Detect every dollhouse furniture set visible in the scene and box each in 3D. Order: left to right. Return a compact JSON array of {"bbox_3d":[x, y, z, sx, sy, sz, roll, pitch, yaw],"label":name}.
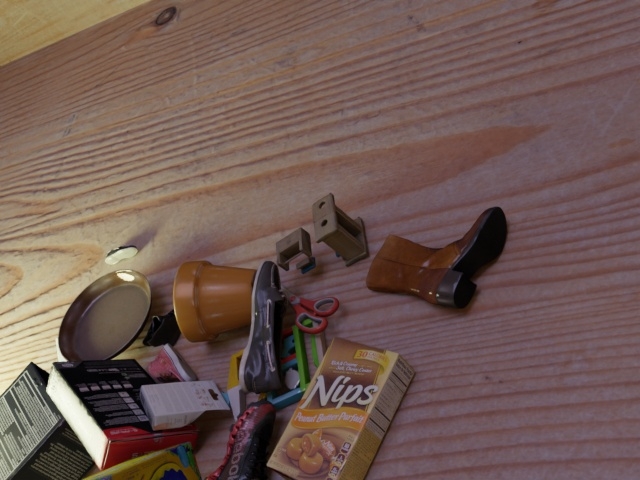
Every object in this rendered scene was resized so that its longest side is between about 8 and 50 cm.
[{"bbox_3d":[0.000,0.000,1.986,0.183,0.129,0.129,-31,42,25],"label":"dollhouse furniture set"}]

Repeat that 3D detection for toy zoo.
[{"bbox_3d":[-0.115,0.312,1.877,0.293,0.030,0.192,-26,43,17],"label":"toy zoo"}]

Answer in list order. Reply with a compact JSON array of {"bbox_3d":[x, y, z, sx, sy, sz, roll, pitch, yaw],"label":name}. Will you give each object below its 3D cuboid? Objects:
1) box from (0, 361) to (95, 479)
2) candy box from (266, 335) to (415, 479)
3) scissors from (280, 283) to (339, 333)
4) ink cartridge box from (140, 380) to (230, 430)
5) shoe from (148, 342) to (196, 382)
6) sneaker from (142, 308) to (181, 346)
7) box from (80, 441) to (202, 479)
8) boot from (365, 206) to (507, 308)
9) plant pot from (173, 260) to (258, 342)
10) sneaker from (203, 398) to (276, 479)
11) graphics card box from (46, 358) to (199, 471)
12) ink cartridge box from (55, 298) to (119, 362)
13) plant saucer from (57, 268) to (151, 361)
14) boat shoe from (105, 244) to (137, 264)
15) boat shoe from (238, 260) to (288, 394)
[{"bbox_3d":[-0.742,0.526,2.055,0.294,0.183,0.296,-47,41,-8],"label":"box"},{"bbox_3d":[0.044,0.369,1.666,0.182,0.087,0.317,10,63,42],"label":"candy box"},{"bbox_3d":[-0.065,0.156,1.946,0.297,0.021,0.109,15,59,50],"label":"scissors"},{"bbox_3d":[-0.319,0.382,1.872,0.145,0.179,0.045,-140,57,-59],"label":"ink cartridge box"},{"bbox_3d":[-0.379,0.336,2.037,0.081,0.063,0.178,-47,36,-4],"label":"shoe"},{"bbox_3d":[-0.408,0.218,2.133,0.051,0.089,0.170,-1,56,36],"label":"sneaker"},{"bbox_3d":[-0.359,0.580,1.565,0.177,0.290,0.279,-21,83,22],"label":"box"},{"bbox_3d":[0.262,0.024,1.819,0.280,0.096,0.264,12,71,50],"label":"boot"},{"bbox_3d":[-0.240,0.146,2.004,0.187,0.205,0.205,-6,51,14],"label":"plant pot"},{"bbox_3d":[-0.153,0.478,1.717,0.135,0.097,0.276,11,65,42],"label":"sneaker"},{"bbox_3d":[-0.482,0.406,1.921,0.371,0.232,0.094,32,111,46],"label":"graphics card box"},{"bbox_3d":[-0.669,0.265,2.323,0.223,0.045,0.224,-37,42,6],"label":"ink cartridge box"},{"bbox_3d":[-0.593,0.221,2.235,0.310,0.050,0.311,-17,46,18],"label":"plant saucer"},{"bbox_3d":[-0.616,0.036,2.478,0.125,0.046,0.038,-25,48,30],"label":"boat shoe"},{"bbox_3d":[-0.113,0.201,1.877,0.095,0.112,0.335,-1,59,15],"label":"boat shoe"}]
